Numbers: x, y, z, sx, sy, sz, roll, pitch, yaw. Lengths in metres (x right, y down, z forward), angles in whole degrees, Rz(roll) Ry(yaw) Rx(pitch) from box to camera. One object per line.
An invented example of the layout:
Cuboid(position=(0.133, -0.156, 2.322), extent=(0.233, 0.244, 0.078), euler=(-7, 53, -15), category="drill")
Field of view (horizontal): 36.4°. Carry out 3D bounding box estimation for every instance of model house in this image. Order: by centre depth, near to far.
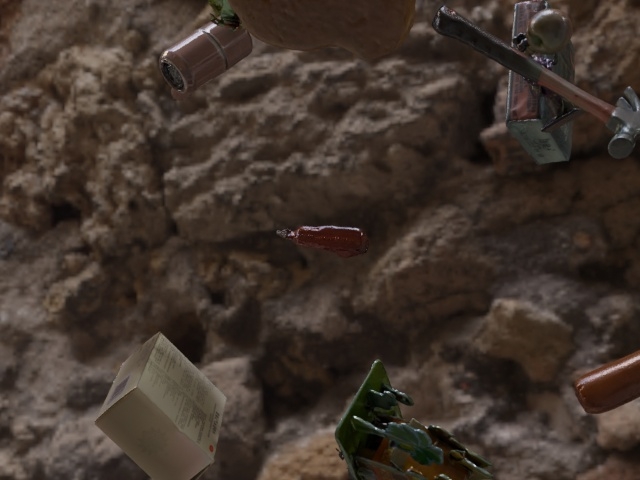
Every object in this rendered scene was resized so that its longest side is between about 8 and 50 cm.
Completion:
Cuboid(position=(0.239, 0.477, 2.249), extent=(0.313, 0.242, 0.357), euler=(9, -42, 30), category="model house")

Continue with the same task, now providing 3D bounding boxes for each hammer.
Cuboid(position=(0.258, -0.199, 1.162), extent=(0.288, 0.111, 0.033), euler=(33, -46, 12), category="hammer")

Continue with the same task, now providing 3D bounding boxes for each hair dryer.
Cuboid(position=(-0.288, -0.363, 2.165), extent=(0.189, 0.106, 0.344), euler=(-40, 3, -26), category="hair dryer")

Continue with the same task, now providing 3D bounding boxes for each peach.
Cuboid(position=(0.407, -0.372, 1.731), extent=(0.083, 0.083, 0.083), euler=(-4, -19, -1), category="peach")

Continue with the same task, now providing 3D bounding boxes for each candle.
Cuboid(position=(0.000, 0.000, 1.643), extent=(0.162, 0.053, 0.048), euler=(6, 25, 21), category="candle")

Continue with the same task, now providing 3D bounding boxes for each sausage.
Cuboid(position=(0.541, 0.242, 1.713), extent=(0.198, 0.076, 0.076), euler=(-22, -17, -9), category="sausage")

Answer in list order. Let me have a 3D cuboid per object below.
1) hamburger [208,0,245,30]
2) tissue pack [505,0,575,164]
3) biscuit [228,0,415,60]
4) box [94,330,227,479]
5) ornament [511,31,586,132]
Cuboid(position=(-0.123, -0.469, 1.622), extent=(0.125, 0.235, 0.214), euler=(2, 13, 18), category="hamburger")
Cuboid(position=(0.508, -0.359, 2.228), extent=(0.103, 0.315, 0.228), euler=(-5, -24, 32), category="tissue pack")
Cuboid(position=(-0.016, -0.445, 1.336), extent=(0.365, 0.062, 0.385), euler=(16, -53, 29), category="biscuit")
Cuboid(position=(-0.238, 0.262, 1.503), extent=(0.095, 0.168, 0.212), euler=(-42, 12, 12), category="box")
Cuboid(position=(0.434, -0.315, 1.871), extent=(0.081, 0.203, 0.088), euler=(-22, -8, 25), category="ornament")
